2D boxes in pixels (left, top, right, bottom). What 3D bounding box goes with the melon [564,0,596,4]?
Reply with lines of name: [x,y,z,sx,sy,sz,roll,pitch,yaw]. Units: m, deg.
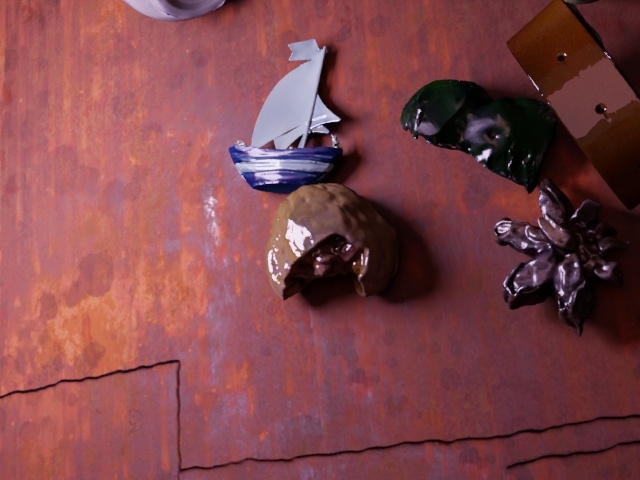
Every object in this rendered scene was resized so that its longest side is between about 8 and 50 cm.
melon: [0.378,-0.531,1.659,0.249,0.248,0.329,-27,79,15]

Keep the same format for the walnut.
walnut: [0.005,-0.011,1.733,0.238,0.141,0.204,-4,67,21]

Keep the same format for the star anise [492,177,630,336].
star anise: [0.351,0.015,1.585,0.220,0.099,0.214,38,83,30]

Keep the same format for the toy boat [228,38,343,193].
toy boat: [-0.033,-0.210,1.854,0.210,0.070,0.291,29,85,28]

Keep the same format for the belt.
belt: [0.411,-0.212,1.564,0.122,0.217,0.338,-37,66,17]

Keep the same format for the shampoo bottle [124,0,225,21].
shampoo bottle: [-0.295,-0.566,1.973,0.273,0.273,0.266,-48,52,4]

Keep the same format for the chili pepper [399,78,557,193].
chili pepper: [0.245,-0.194,1.689,0.265,0.116,0.148,25,82,29]
